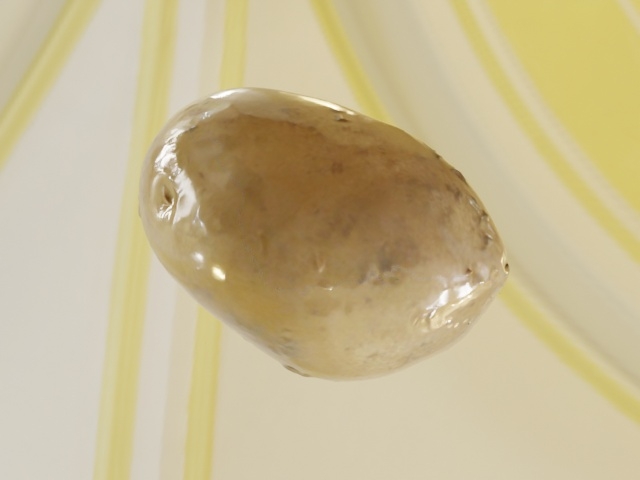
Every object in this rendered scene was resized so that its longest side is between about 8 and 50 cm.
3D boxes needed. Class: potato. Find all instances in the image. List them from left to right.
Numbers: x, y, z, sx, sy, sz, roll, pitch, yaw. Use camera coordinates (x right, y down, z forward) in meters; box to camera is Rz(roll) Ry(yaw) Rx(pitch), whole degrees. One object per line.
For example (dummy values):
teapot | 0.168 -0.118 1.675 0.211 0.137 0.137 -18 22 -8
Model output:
potato | -0.002 -0.002 0.641 0.147 0.112 0.112 32 -128 11
